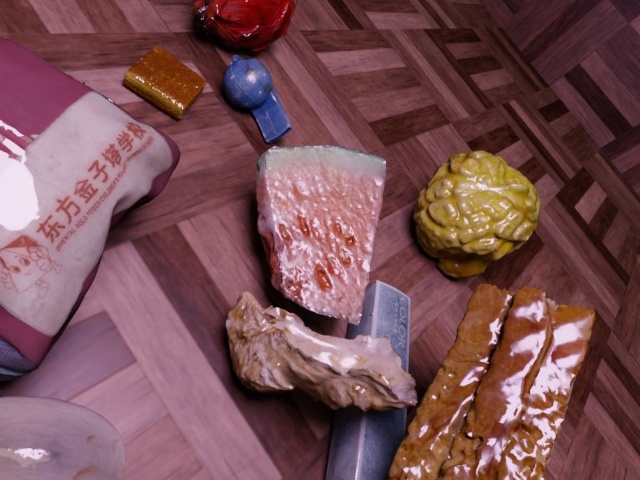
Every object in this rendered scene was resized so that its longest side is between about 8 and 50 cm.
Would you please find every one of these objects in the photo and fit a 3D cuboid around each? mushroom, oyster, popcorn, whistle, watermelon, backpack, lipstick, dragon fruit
[{"bbox_3d":[-0.267,0.169,0.329,0.225,0.093,0.116,32,59,-41],"label":"mushroom"},{"bbox_3d":[-0.006,0.143,0.515,0.233,0.161,0.107,19,86,13],"label":"oyster"},{"bbox_3d":[0.292,-0.045,0.852,0.206,0.251,0.237,35,77,19],"label":"popcorn"},{"bbox_3d":[-0.113,-0.246,0.747,0.090,0.090,0.157,-11,70,-41],"label":"whistle"},{"bbox_3d":[0.000,0.000,0.630,0.193,0.140,0.256,3,63,-12],"label":"watermelon"},{"bbox_3d":[-0.322,-0.064,0.379,0.317,0.197,0.283,38,47,-25],"label":"backpack"},{"bbox_3d":[0.071,0.188,0.596,0.077,0.076,0.289,29,48,-17],"label":"lipstick"},{"bbox_3d":[-0.130,-0.427,0.797,0.172,0.172,0.209,49,36,1],"label":"dragon fruit"}]

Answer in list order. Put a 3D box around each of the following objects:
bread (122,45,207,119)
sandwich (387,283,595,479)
[{"bbox_3d":[-0.236,-0.241,0.685,0.094,0.035,0.090,33,47,-16],"label":"bread"},{"bbox_3d":[0.207,0.232,0.536,0.262,0.131,0.325,-57,144,-23],"label":"sandwich"}]
